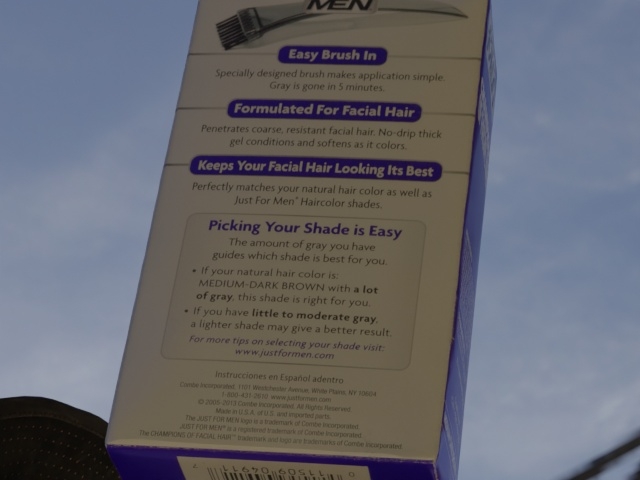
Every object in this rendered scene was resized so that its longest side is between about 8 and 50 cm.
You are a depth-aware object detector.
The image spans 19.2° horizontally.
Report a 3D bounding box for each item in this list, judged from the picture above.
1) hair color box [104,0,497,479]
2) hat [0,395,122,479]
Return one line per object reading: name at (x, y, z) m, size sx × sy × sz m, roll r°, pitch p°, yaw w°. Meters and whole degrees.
hair color box at (0.000, 0.000, 1.120) m, size 0.185 × 0.339 × 0.110 m, roll 2°, pitch -32°, yaw 11°
hat at (-0.226, 0.271, 1.242) m, size 0.331 × 0.331 × 0.134 m, roll 16°, pitch -16°, yaw -34°
